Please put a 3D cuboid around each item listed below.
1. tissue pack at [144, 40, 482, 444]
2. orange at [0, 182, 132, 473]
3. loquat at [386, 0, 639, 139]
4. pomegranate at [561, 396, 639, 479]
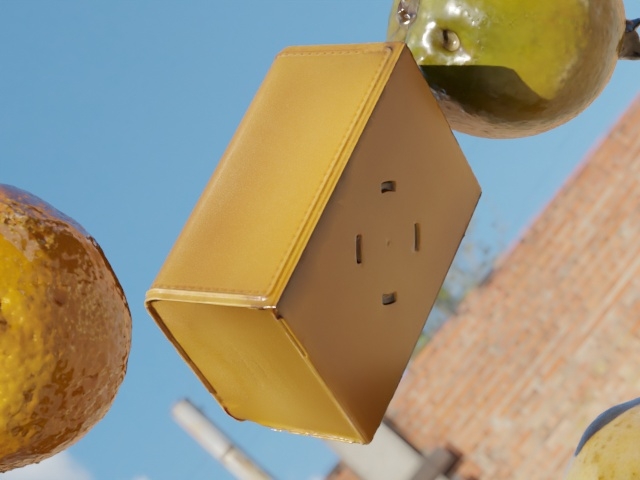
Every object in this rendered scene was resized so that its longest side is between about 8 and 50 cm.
[{"bbox_3d":[0.000,0.000,1.443,0.194,0.145,0.274,57,-131,-40],"label":"tissue pack"},{"bbox_3d":[-0.157,0.042,0.795,0.117,0.135,0.136,-22,-35,-56],"label":"orange"},{"bbox_3d":[0.185,-0.188,1.585,0.246,0.213,0.213,4,-46,-16],"label":"loquat"},{"bbox_3d":[0.312,0.237,1.558,0.207,0.207,0.207,-42,-23,-22],"label":"pomegranate"}]
